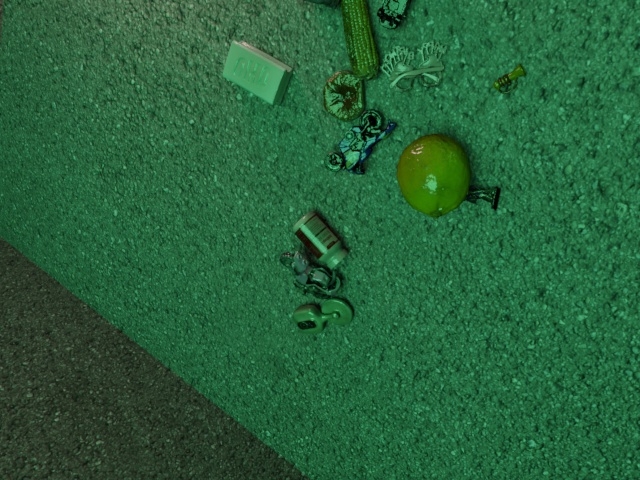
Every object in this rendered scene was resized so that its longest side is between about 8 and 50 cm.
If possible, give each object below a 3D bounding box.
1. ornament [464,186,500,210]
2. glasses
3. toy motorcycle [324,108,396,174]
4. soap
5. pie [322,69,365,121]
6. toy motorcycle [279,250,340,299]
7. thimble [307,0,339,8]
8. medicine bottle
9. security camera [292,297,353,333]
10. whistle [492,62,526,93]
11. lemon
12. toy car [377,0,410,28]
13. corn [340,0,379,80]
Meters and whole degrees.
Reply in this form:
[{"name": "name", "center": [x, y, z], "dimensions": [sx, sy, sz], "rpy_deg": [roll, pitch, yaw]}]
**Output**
[{"name": "ornament", "center": [0.562, -0.180, 1.765], "dimensions": [0.203, 0.088, 0.081], "rpy_deg": [20, 98, 31]}, {"name": "glasses", "center": [0.325, -0.625, 1.698], "dimensions": [0.255, 0.095, 0.162], "rpy_deg": [-2, 100, 25]}, {"name": "toy motorcycle", "center": [0.159, -0.368, 1.872], "dimensions": [0.169, 0.113, 0.315], "rpy_deg": [41, 114, -6]}, {"name": "soap", "center": [-0.261, -0.693, 1.960], "dimensions": [0.265, 0.087, 0.160], "rpy_deg": [33, 121, 11]}, {"name": "pie", "center": [0.090, -0.564, 1.863], "dimensions": [0.195, 0.046, 0.195], "rpy_deg": [10, 114, 24]}, {"name": "toy motorcycle", "center": [-0.031, 0.156, 2.114], "dimensions": [0.188, 0.143, 0.327], "rpy_deg": [-11, 132, 42]}, {"name": "thimble", "center": [-0.026, -0.933, 1.683], "dimensions": [0.236, 0.205, 0.172], "rpy_deg": [24, 120, 21]}, {"name": "medicine bottle", "center": [0.000, 0.000, 2.074], "dimensions": [0.250, 0.131, 0.131], "rpy_deg": [47, 122, 3]}, {"name": "security camera", "center": [0.011, 0.361, 2.233], "dimensions": [0.301, 0.080, 0.157], "rpy_deg": [-16, 113, 29]}, {"name": "whistle", "center": [0.643, -0.545, 1.611], "dimensions": [0.109, 0.057, 0.046], "rpy_deg": [-33, 48, 40]}, {"name": "lemon", "center": [0.407, -0.228, 1.696], "dimensions": [0.268, 0.268, 0.322], "rpy_deg": [-15, 76, 30]}, {"name": "toy car", "center": [0.274, -0.840, 1.634], "dimensions": [0.089, 0.108, 0.210], "rpy_deg": [27, 123, 12]}, {"name": "corn", "center": [0.140, -0.743, 1.734], "dimensions": [0.115, 0.115, 0.318], "rpy_deg": [-7, 100, 28]}]
